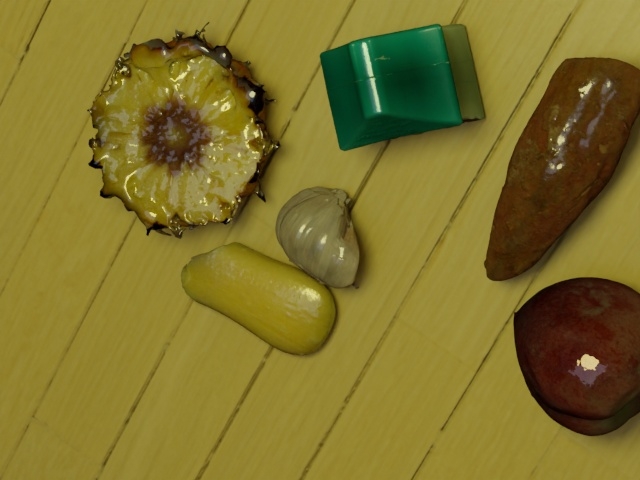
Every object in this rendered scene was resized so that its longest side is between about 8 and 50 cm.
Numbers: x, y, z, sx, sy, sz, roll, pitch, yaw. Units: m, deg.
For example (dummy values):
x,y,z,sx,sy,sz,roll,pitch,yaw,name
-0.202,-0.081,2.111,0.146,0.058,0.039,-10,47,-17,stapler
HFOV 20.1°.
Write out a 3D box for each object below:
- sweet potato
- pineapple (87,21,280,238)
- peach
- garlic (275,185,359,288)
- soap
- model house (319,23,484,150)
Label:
x,y,z,sx,sy,sz,roll,pitch,yaw,name
0.225,-0.067,1.704,0.097,0.097,0.252,33,113,14,sweet potato
-0.135,-0.108,1.842,0.225,0.076,0.225,2,98,19,pineapple
0.243,0.108,1.696,0.152,0.152,0.152,3,99,21,peach
-0.001,-0.003,1.807,0.113,0.074,0.094,35,120,30,garlic
-0.062,0.054,1.861,0.168,0.033,0.089,30,106,15,soap
0.072,-0.146,1.715,0.127,0.149,0.100,-12,90,24,model house
